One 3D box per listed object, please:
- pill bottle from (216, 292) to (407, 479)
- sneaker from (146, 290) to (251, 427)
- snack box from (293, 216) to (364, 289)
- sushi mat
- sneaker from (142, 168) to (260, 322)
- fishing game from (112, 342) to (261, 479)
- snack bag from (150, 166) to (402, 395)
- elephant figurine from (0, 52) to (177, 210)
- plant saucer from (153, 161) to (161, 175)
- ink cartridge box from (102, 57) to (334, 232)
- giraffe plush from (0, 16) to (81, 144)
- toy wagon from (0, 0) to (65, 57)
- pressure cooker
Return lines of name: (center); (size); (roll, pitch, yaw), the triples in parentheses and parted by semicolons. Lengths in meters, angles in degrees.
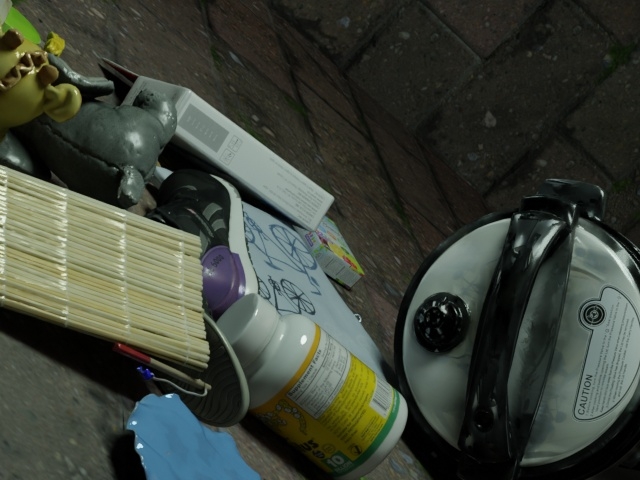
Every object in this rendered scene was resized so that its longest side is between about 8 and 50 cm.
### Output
pill bottle: (-0.019, 0.151, 1.739); (0.208, 0.117, 0.117); (41, 13, -20)
sneaker: (-0.123, 0.097, 1.655); (0.222, 0.083, 0.118); (50, 13, 24)
snack box: (0.000, 0.000, 2.455); (0.100, 0.037, 0.141); (36, 15, -38)
sushi mat: (-0.228, 0.014, 1.495); (0.316, 0.019, 0.151); (21, 45, -36)
sneaker: (-0.156, -0.016, 1.865); (0.124, 0.107, 0.283); (33, 17, -32)
fishing game: (-0.106, 0.214, 1.448); (0.189, 0.041, 0.264); (30, 28, -49)
snack bag: (-0.048, 0.065, 2.108); (0.342, 0.037, 0.323); (54, 16, 30)
elephant figurine: (-0.288, -0.127, 1.763); (0.239, 0.186, 0.169); (32, 58, -9)
plant saucer: (-0.236, -0.109, 2.101); (0.083, 0.015, 0.083); (42, 13, -12)
ink cartridge box: (-0.159, -0.132, 2.312); (0.296, 0.066, 0.261); (36, -8, -36)
giraffe plush: (-0.322, -0.133, 1.549); (0.181, 0.170, 0.210); (36, 15, -36)
toy wagon: (-0.453, -0.317, 1.960); (0.344, 0.068, 0.267); (42, 13, -18)
pressure cooker: (0.293, 0.155, 2.134); (0.420, 0.375, 0.370); (31, 29, -61)
